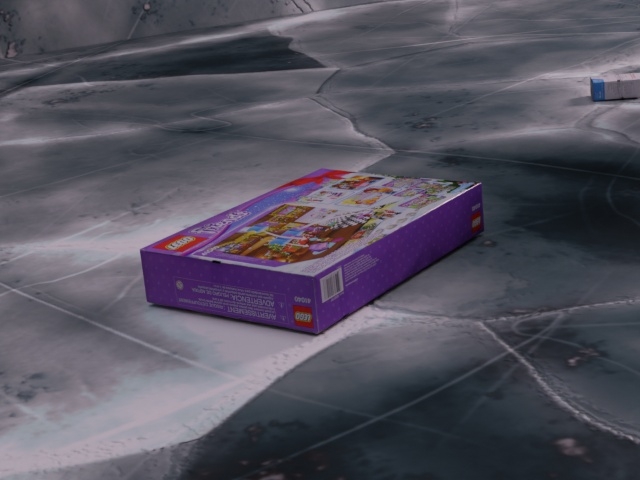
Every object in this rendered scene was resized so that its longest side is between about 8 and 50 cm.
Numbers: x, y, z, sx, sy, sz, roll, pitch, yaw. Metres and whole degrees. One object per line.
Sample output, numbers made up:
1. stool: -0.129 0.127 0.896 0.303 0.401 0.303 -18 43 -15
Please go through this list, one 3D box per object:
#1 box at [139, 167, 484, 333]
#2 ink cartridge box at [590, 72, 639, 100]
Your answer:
1. box: 0.000 0.000 1.231 0.201 0.057 0.293 8 22 36
2. ink cartridge box: 0.430 -0.221 1.833 0.083 0.028 0.048 -4 18 8
